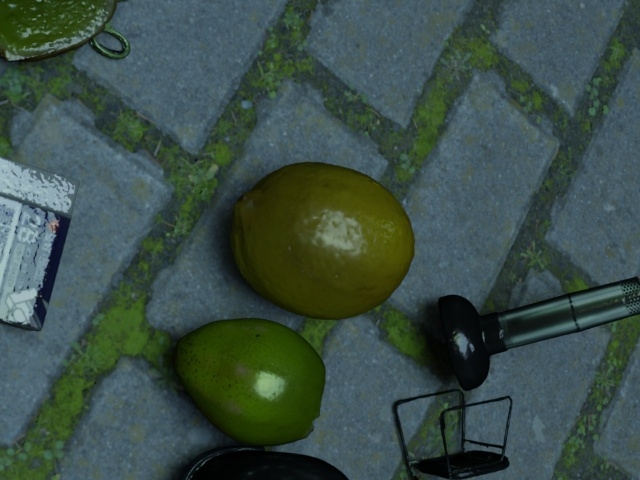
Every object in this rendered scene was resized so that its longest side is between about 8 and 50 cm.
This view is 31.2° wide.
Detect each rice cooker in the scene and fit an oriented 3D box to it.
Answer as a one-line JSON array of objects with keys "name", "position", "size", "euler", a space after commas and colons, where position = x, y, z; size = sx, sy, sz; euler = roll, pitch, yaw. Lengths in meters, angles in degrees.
[{"name": "rice cooker", "position": [-0.078, 0.412, 1.591], "size": [0.267, 0.224, 0.267], "euler": [2, 86, -28]}]

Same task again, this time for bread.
[{"name": "bread", "position": [-0.375, -0.347, 1.513], "size": [0.236, 0.070, 0.236], "euler": [-13, 119, -25]}]

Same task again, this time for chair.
[{"name": "chair", "position": [0.219, 0.359, 1.821], "size": [0.145, 0.140, 0.221], "euler": [-5, 90, -30]}]

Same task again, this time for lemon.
[{"name": "lemon", "position": [0.004, 0.001, 1.673], "size": [0.263, 0.236, 0.236], "euler": [22, 73, 4]}]

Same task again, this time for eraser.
[{"name": "eraser", "position": [-0.407, 0.006, 1.522], "size": [0.124, 0.068, 0.210], "euler": [17, 77, -26]}]

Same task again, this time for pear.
[{"name": "pear", "position": [-0.104, 0.194, 1.619], "size": [0.219, 0.187, 0.188], "euler": [18, 76, -4]}]

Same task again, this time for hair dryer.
[{"name": "hair dryer", "position": [0.364, 0.154, 1.895], "size": [0.320, 0.284, 0.156], "euler": [-13, 70, 3]}]

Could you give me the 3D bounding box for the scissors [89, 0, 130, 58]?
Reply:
[{"name": "scissors", "position": [-0.349, -0.335, 1.611], "size": [0.187, 0.020, 0.134], "euler": [9, 78, -31]}]
